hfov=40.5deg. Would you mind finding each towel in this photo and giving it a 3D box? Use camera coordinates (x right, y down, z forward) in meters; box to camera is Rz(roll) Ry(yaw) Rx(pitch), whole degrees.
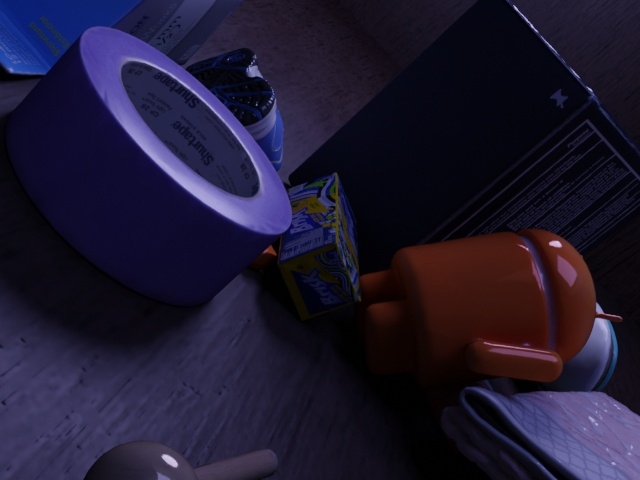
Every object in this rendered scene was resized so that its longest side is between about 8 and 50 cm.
[{"bbox_3d":[0.290,0.232,0.694,0.317,0.053,0.332,14,22,-49],"label":"towel"}]

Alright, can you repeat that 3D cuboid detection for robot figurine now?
[{"bbox_3d":[0.142,0.059,0.755,0.158,0.220,0.128,137,-57,-83],"label":"robot figurine"}]

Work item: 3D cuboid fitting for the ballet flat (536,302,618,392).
[{"bbox_3d":[0.288,0.097,1.188,0.139,0.139,0.400,46,14,-8],"label":"ballet flat"}]

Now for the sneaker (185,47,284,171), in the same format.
[{"bbox_3d":[-0.086,-0.133,0.876,0.211,0.080,0.081,-112,-177,-57],"label":"sneaker"}]

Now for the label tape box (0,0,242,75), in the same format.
[{"bbox_3d":[-0.226,-0.271,0.745,0.249,0.115,0.347,48,16,-2],"label":"label tape box"}]

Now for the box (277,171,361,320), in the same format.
[{"bbox_3d":[0.000,0.000,0.770,0.169,0.054,0.059,-87,156,-65],"label":"box"}]

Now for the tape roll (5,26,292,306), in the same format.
[{"bbox_3d":[-0.113,-0.052,0.601,0.189,0.080,0.189,43,19,-18],"label":"tape roll"}]

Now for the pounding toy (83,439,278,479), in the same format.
[{"bbox_3d":[0.016,0.173,0.381,0.236,0.110,0.183,56,19,23],"label":"pounding toy"}]

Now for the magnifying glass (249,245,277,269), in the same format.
[{"bbox_3d":[-0.103,-0.070,0.755,0.231,0.026,0.092,55,15,26],"label":"magnifying glass"}]

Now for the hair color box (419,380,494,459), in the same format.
[{"bbox_3d":[0.129,0.140,0.822,0.072,0.043,0.141,29,26,-45],"label":"hair color box"}]

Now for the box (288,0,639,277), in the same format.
[{"bbox_3d":[0.180,-0.066,0.957,0.294,0.296,0.182,22,31,-54],"label":"box"}]
